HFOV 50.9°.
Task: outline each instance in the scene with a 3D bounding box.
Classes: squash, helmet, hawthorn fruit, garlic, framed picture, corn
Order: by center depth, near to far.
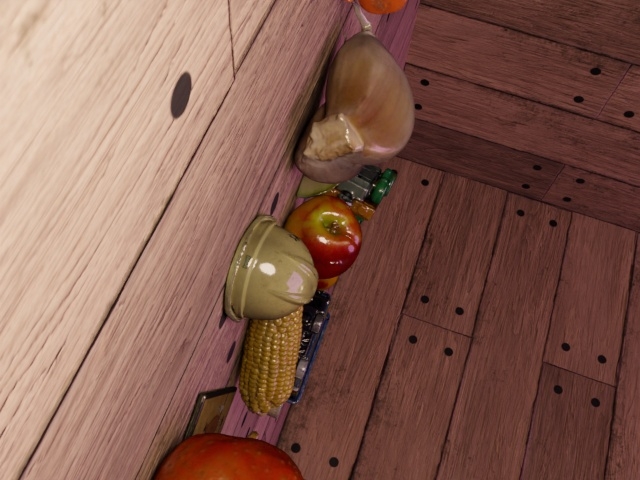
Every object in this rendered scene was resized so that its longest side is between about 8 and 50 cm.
[{"bbox_3d":[-0.149,0.435,1.075,0.275,0.275,0.299,102,6,-47],"label":"hawthorn fruit"},{"bbox_3d":[-0.073,0.068,1.229,0.257,0.137,0.204,55,53,-83],"label":"helmet"},{"bbox_3d":[-0.242,0.420,1.342,0.338,0.014,0.255,75,34,-79],"label":"framed picture"},{"bbox_3d":[0.049,-0.270,1.348,0.246,0.231,0.340,25,60,-41],"label":"garlic"},{"bbox_3d":[-0.106,0.237,1.482,0.130,0.130,0.347,-56,160,-68],"label":"corn"},{"bbox_3d":[0.049,-0.234,1.567,0.288,0.111,0.203,-60,166,-54],"label":"squash"}]

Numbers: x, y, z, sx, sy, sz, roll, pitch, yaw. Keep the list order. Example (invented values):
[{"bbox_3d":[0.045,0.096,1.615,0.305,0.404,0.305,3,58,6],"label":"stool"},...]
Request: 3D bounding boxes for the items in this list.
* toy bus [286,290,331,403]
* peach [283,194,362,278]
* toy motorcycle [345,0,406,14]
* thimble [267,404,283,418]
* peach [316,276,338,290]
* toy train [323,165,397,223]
[{"bbox_3d":[-0.075,0.275,1.823,0.175,0.138,0.287,94,16,-63],"label":"toy bus"},{"bbox_3d":[0.000,0.000,1.504,0.197,0.197,0.197,18,90,-84],"label":"peach"},{"bbox_3d":[0.120,-0.527,1.205,0.325,0.148,0.221,-49,135,-59],"label":"toy motorcycle"},{"bbox_3d":[-0.147,0.457,1.961,0.115,0.090,0.102,89,23,-77],"label":"thimble"},{"bbox_3d":[-0.019,0.061,1.689,0.138,0.138,0.138,18,90,-84],"label":"peach"},{"bbox_3d":[0.089,-0.118,1.992,0.249,0.178,0.429,-63,176,18],"label":"toy train"}]
